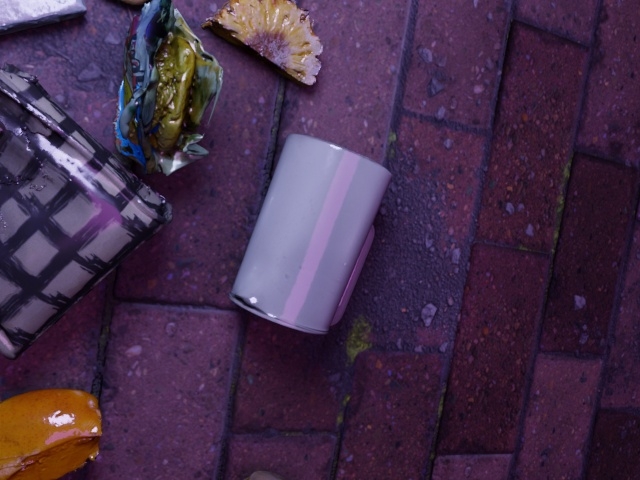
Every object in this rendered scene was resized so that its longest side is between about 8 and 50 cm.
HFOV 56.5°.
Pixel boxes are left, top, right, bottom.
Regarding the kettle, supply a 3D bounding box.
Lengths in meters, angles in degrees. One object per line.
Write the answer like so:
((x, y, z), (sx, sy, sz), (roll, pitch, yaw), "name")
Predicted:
((-0.015, -0.006, 1.100), (0.205, 0.265, 0.318), (20, 88, 7), "kettle")

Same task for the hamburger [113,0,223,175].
((-0.231, -0.231, 0.917), (0.150, 0.276, 0.261), (6, 88, -22), "hamburger")

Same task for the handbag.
((-0.447, -0.045, 0.883), (0.325, 0.162, 0.327), (-43, 108, 1), "handbag")

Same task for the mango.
((-0.474, 0.325, 0.957), (0.252, 0.126, 0.154), (-17, 115, -14), "mango")

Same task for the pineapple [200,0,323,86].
((-0.084, -0.385, 1.067), (0.233, 0.079, 0.135), (23, 95, -30), "pineapple")

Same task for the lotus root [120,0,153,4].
((-0.331, -0.428, 0.957), (0.151, 0.063, 0.072), (16, 100, -28), "lotus root")

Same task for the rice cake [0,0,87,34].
((-0.522, -0.326, 0.884), (0.336, 0.063, 0.066), (-22, 102, -20), "rice cake")

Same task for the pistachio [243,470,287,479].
((-0.092, 0.511, 1.163), (0.113, 0.113, 0.149), (-46, 105, -12), "pistachio")
